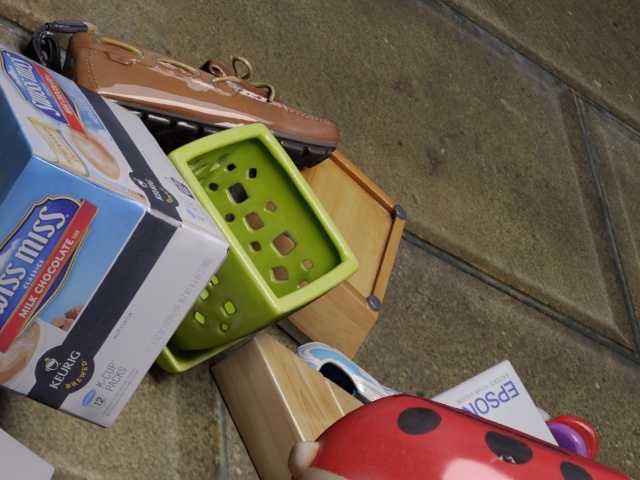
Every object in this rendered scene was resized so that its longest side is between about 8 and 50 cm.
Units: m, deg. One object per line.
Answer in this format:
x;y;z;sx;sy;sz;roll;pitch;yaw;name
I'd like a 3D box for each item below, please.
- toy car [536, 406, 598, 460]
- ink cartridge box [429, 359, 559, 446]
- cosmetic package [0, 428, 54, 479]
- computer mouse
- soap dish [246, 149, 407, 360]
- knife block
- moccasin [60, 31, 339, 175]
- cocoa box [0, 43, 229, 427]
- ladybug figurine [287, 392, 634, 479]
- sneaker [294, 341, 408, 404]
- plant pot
0.329;0.311;2.219;0.182;0.136;0.159;-18;74;-56;toy car
0.187;0.346;1.843;0.324;0.071;0.330;-24;78;-38;ink cartridge box
-0.347;0.287;1.413;0.107;0.127;0.238;39;34;-20;cosmetic package
-0.270;-0.203;2.034;0.262;0.060;0.184;-7;69;-41;computer mouse
0.000;0.000;2.120;0.229;0.118;0.291;42;35;-17;soap dish
-0.019;0.277;1.862;0.276;0.088;0.242;38;35;-22;knife block
-0.149;-0.178;1.987;0.380;0.139;0.147;11;65;-21;moccasin
-0.289;-0.020;1.567;0.228;0.231;0.347;28;13;-32;cocoa box
0.181;0.280;1.636;0.449;0.161;0.305;21;1;-17;ladybug figurine
0.060;0.219;2.013;0.237;0.085;0.086;34;21;-17;sneaker
-0.127;0.019;1.855;0.228;0.207;0.227;55;29;5;plant pot
